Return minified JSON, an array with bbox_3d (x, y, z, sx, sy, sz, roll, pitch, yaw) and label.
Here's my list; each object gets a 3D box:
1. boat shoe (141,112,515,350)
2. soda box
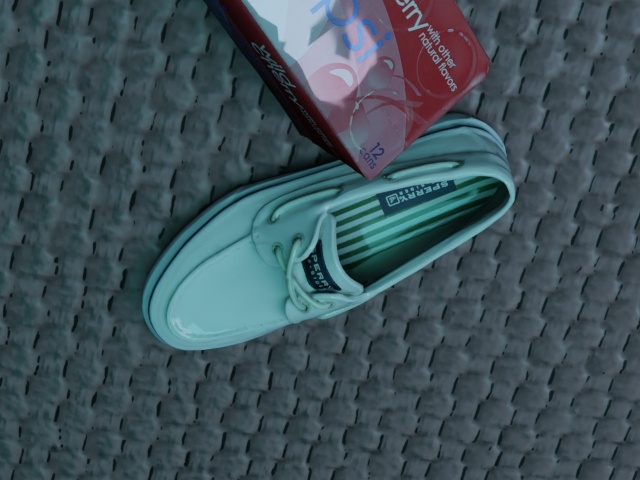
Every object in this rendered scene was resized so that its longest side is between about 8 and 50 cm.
[{"bbox_3d":[0.000,0.000,0.679,0.226,0.076,0.083,-31,113,7],"label":"boat shoe"},{"bbox_3d":[-0.027,-0.156,0.573,0.092,0.083,0.263,-42,122,-6],"label":"soda box"}]
